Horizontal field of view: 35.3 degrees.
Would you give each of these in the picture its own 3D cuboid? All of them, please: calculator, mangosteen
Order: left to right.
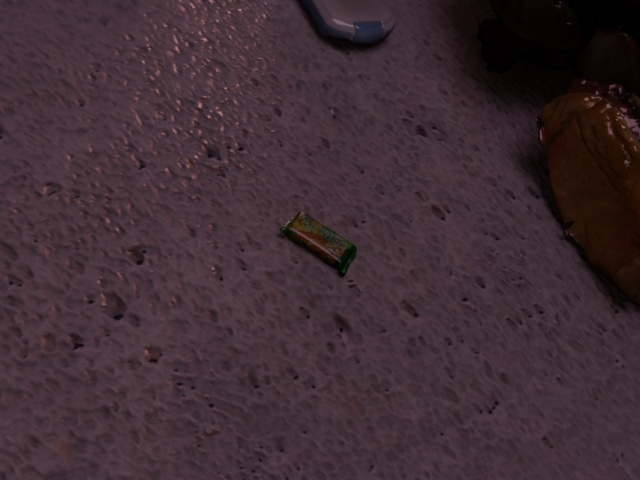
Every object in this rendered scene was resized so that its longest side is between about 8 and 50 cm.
[{"bbox_3d":[0.022,-0.353,1.415,0.121,0.039,0.210,-8,56,-31],"label":"calculator"},{"bbox_3d":[0.398,-0.411,1.371,0.381,0.381,0.421,27,78,-2],"label":"mangosteen"}]

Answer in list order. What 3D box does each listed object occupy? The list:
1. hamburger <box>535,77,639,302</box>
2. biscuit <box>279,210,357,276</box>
[{"bbox_3d":[0.400,-0.062,1.270,0.155,0.245,0.282,-6,101,-34],"label":"hamburger"},{"bbox_3d":[0.000,0.000,1.134,0.089,0.016,0.046,33,48,3],"label":"biscuit"}]
